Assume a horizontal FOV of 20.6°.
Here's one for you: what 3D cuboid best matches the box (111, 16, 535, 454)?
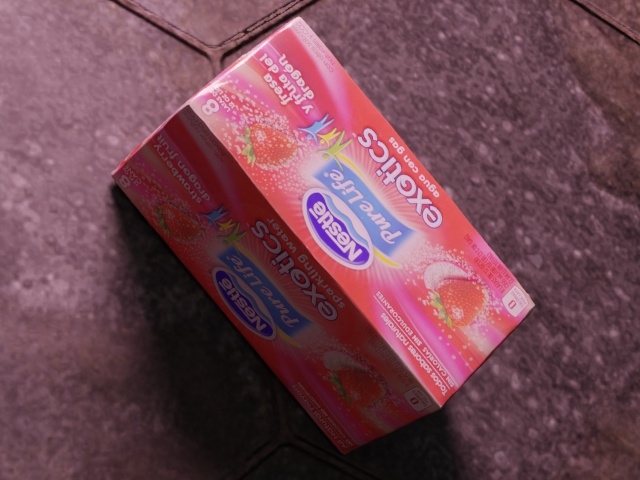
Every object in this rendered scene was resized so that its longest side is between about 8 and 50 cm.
[{"bbox_3d":[0.000,0.000,1.388,0.300,0.154,0.142,51,53,-4],"label":"box"}]
